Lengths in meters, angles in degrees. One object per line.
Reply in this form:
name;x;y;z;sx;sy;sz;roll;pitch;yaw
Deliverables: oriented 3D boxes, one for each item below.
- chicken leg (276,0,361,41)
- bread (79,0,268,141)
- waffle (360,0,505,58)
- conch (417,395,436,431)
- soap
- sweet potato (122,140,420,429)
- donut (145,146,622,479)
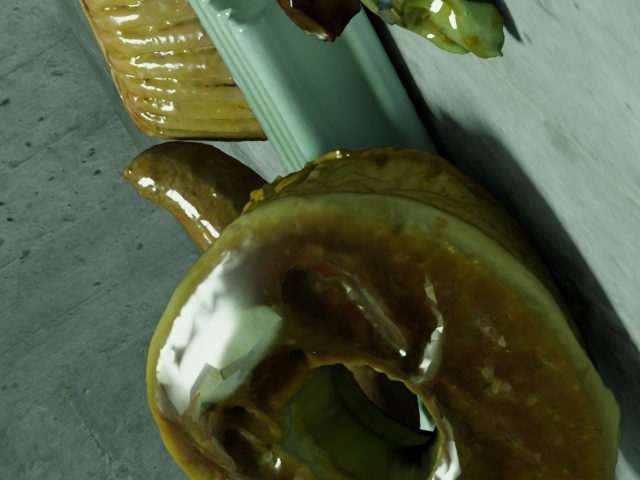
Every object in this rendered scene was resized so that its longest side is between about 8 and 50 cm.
chicken leg;-0.066;-0.244;1.100;0.304;0.093;0.113;59;-151;-26
bread;-0.116;-0.190;1.492;0.274;0.149;0.274;62;177;6
waffle;0.006;-0.199;0.989;0.204;0.054;0.223;48;169;53
conch;0.114;0.128;1.421;0.185;0.121;0.221;46;154;22
soap;0.013;-0.083;1.314;0.265;0.087;0.160;61;174;-28
sweet potato;-0.017;0.046;1.454;0.341;0.092;0.114;48;-154;23
donut;0.045;0.098;1.235;0.330;0.330;0.160;58;-156;-13
